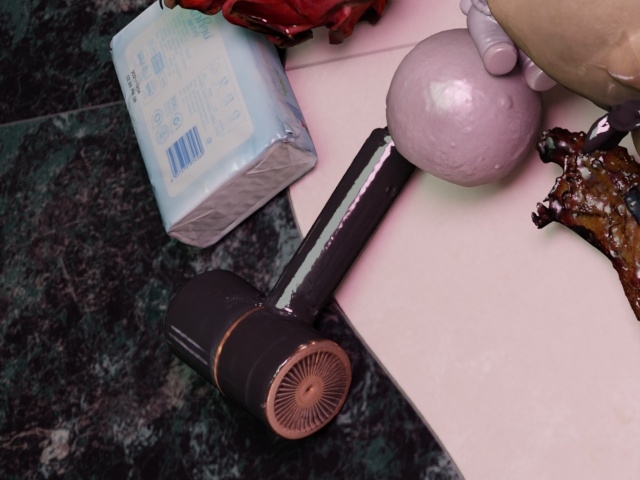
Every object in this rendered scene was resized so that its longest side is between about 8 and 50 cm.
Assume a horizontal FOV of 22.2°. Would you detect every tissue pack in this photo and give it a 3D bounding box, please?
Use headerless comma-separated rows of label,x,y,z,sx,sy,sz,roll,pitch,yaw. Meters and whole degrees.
tissue pack,-0.114,-0.146,1.709,0.177,0.089,0.263,-36,53,23

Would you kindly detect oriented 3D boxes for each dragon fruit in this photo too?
dragon fruit,-0.040,-0.293,1.585,0.293,0.234,0.234,-19,59,-4

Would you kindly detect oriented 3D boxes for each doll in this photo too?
doll,0.164,-0.191,1.436,0.151,0.151,0.287,43,117,39
doll,0.275,-0.168,1.252,0.247,0.349,0.247,-56,11,16

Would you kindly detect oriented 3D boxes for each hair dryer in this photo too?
hair dryer,0.000,0.000,1.576,0.189,0.107,0.352,31,88,43

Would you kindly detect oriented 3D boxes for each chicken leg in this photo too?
chicken leg,0.255,-0.015,1.383,0.105,0.063,0.234,-55,51,17
